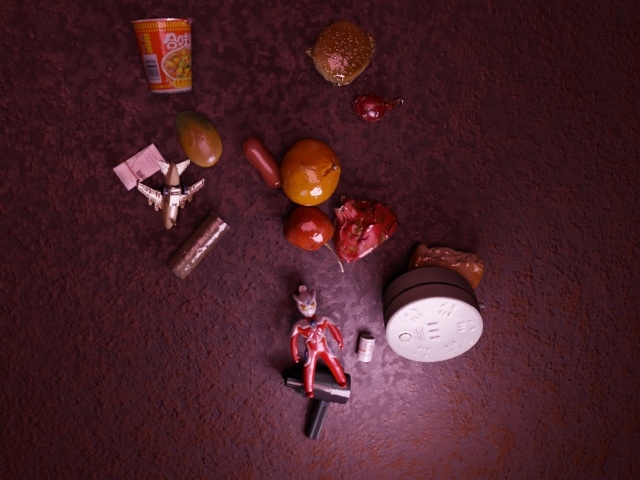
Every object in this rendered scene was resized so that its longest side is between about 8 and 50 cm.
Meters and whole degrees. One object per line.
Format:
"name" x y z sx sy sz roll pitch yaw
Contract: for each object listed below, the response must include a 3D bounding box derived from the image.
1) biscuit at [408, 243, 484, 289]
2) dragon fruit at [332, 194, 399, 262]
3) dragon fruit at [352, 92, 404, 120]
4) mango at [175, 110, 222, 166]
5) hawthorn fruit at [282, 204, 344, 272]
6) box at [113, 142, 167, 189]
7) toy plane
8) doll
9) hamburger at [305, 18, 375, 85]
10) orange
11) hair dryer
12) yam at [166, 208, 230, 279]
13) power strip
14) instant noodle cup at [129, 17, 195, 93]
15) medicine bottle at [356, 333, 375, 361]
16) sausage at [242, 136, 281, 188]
"biscuit" 0.443 0.125 2.025 0.274 0.091 0.213 14 111 -13
"dragon fruit" 0.129 -0.059 1.916 0.262 0.134 0.211 -43 102 1
"dragon fruit" 0.201 -0.450 1.872 0.190 0.094 0.094 -5 103 -20
"mango" -0.397 -0.333 1.797 0.130 0.092 0.195 -39 96 2
"hawthorn fruit" 0.000 0.000 1.887 0.165 0.165 0.285 -45 98 2
"box" -0.585 -0.241 1.805 0.154 0.040 0.084 -34 107 -3
"toy plane" -0.486 -0.146 1.805 0.228 0.092 0.245 -8 116 -37
"doll" -0.019 0.344 1.949 0.188 0.099 0.384 -15 88 -14
"hamburger" 0.076 -0.614 1.795 0.215 0.122 0.189 -38 103 -2
"orange" -0.032 -0.223 1.813 0.219 0.193 0.220 -33 134 -42
"hair dryer" -0.043 0.608 2.052 0.244 0.116 0.303 13 107 -9
"yam" -0.415 0.017 1.863 0.093 0.093 0.259 41 93 -15
"power strip" 0.399 0.263 1.943 0.357 0.162 0.358 0 128 0
"instant noodle cup" -0.467 -0.565 1.697 0.192 0.193 0.212 -6 110 -8
"medicine bottle" 0.168 0.399 2.058 0.057 0.057 0.089 8 101 -11
"sausage" -0.188 -0.260 1.852 0.077 0.077 0.194 -39 105 0
